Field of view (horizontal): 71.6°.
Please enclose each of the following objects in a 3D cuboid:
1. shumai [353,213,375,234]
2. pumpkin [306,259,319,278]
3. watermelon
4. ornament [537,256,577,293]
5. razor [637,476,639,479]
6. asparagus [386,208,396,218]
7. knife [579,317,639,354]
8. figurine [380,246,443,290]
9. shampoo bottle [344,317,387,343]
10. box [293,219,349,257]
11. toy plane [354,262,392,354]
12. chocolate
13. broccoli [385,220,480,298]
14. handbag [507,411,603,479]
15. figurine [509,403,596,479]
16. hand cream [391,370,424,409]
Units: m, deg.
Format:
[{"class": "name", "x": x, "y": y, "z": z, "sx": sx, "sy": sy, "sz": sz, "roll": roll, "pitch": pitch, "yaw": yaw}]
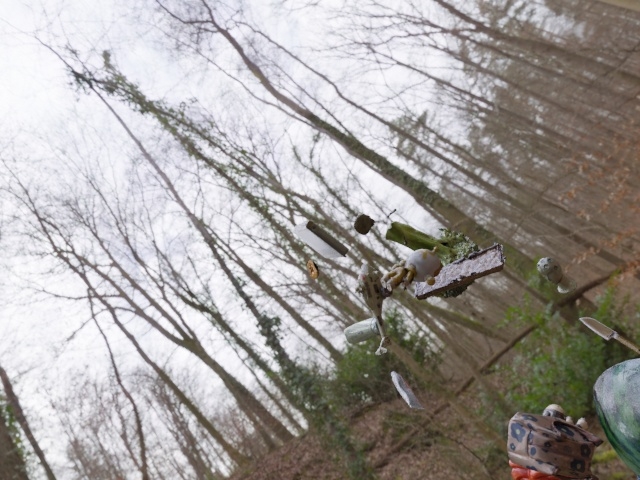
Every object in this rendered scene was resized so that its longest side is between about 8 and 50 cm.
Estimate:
[{"class": "shumai", "x": 0.165, "y": -0.070, "z": 1.687, "sx": 0.082, "sy": 0.083, "sz": 0.080, "roll": -23, "pitch": 15, "yaw": 9}, {"class": "pumpkin", "x": -0.025, "y": 0.115, "z": 1.791, "sx": 0.028, "sy": 0.083, "sz": 0.050, "roll": -14, "pitch": -17, "yaw": -40}, {"class": "watermelon", "x": 0.826, "y": 0.449, "z": 1.083, "sx": 0.292, "sy": 0.319, "sz": 0.222, "roll": 53, "pitch": -127, "yaw": -33}, {"class": "ornament", "x": 0.864, "y": 0.127, "z": 1.635, "sx": 0.081, "sy": 0.156, "sz": 0.074, "roll": -55, "pitch": 18, "yaw": -22}, {"class": "razor", "x": 1.064, "y": 0.730, "z": 1.492, "sx": 0.081, "sy": 0.253, "sz": 0.042, "roll": -18, "pitch": -12, "yaw": 29}, {"class": "asparagus", "x": 0.304, "y": -0.115, "z": 1.918, "sx": 0.014, "sy": 0.015, "sz": 0.114, "roll": -59, "pitch": 2, "yaw": -17}, {"class": "knife", "x": 1.094, "y": 0.356, "z": 1.676, "sx": 0.046, "sy": 0.256, "sz": 0.022, "roll": -41, "pitch": -58, "yaw": -2}, {"class": "figurine", "x": 0.198, "y": 0.064, "z": 0.970, "sx": 0.143, "sy": 0.101, "sz": 0.068, "roll": -12, "pitch": -61, "yaw": -1}, {"class": "shampoo bottle", "x": 0.162, "y": 0.330, "z": 1.627, "sx": 0.049, "sy": 0.072, "sz": 0.212, "roll": -11, "pitch": -16, "yaw": -33}, {"class": "box", "x": 0.000, "y": 0.000, "z": 1.753, "sx": 0.045, "sy": 0.210, "sz": 0.270, "roll": -54, "pitch": 8, "yaw": -11}, {"class": "toy plane", "x": 0.170, "y": 0.205, "z": 1.376, "sx": 0.108, "sy": 0.287, "sz": 0.092, "roll": -3, "pitch": -22, "yaw": -34}, {"class": "chocolate", "x": 0.440, "y": 0.112, "z": 1.412, "sx": 0.329, "sy": 0.065, "sz": 0.102, "roll": -33, "pitch": 21, "yaw": 41}, {"class": "broccoli", "x": 0.461, "y": 0.075, "z": 1.811, "sx": 0.396, "sy": 0.353, "sz": 0.275, "roll": 21, "pitch": -74, "yaw": -29}, {"class": "handbag", "x": 0.781, "y": 0.693, "z": 1.476, "sx": 0.193, "sy": 0.251, "sz": 0.190, "roll": 159, "pitch": 125, "yaw": -68}, {"class": "figurine", "x": 0.992, "y": 0.900, "z": 1.875, "sx": 0.412, "sy": 0.241, "sz": 0.306, "roll": -49, "pitch": -69, "yaw": -20}, {"class": "hand cream", "x": 0.315, "y": 0.554, "z": 1.643, "sx": 0.052, "sy": 0.216, "sz": 0.038, "roll": -11, "pitch": -70, "yaw": -10}]
